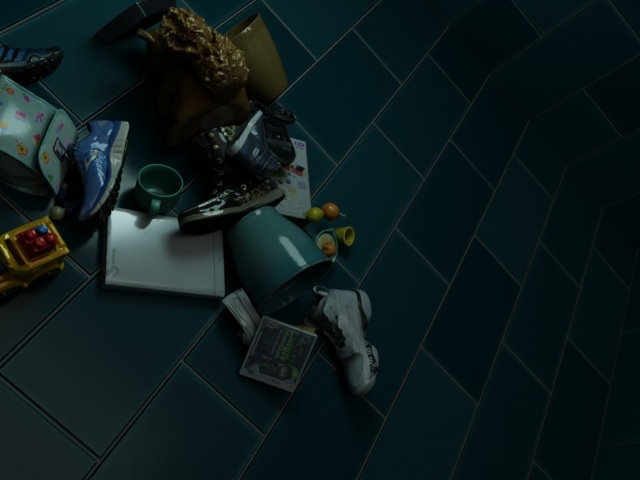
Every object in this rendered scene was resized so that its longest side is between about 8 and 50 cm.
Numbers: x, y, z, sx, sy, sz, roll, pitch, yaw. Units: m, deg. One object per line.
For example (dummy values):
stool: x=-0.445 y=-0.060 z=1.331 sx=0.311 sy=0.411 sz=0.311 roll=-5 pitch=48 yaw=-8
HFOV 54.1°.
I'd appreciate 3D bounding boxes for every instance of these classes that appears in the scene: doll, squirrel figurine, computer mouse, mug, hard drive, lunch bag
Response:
doll: x=-0.660 y=-0.107 z=1.714 sx=0.129 sy=0.046 sz=0.189 roll=52 pitch=45 yaw=-4
squirrel figurine: x=-0.391 y=-0.541 z=1.906 sx=0.281 sy=0.397 sz=0.370 roll=-21 pitch=72 yaw=-32
computer mouse: x=-0.157 y=-0.345 z=2.118 sx=0.189 sy=0.072 sz=0.272 roll=11 pitch=50 yaw=-31
mug: x=-0.481 y=-0.136 z=1.817 sx=0.129 sy=0.097 sz=0.158 roll=37 pitch=44 yaw=6
hard drive: x=-0.447 y=0.041 z=1.809 sx=0.353 sy=0.047 sz=0.232 roll=10 pitch=64 yaw=-34
lunch bag: x=-0.769 y=-0.259 z=1.632 sx=0.262 sy=0.160 sz=0.223 roll=34 pitch=47 yaw=-39
hard drive: x=-0.563 y=-0.681 z=1.929 sx=0.172 sy=0.255 sz=0.054 roll=-40 pitch=111 yaw=-42

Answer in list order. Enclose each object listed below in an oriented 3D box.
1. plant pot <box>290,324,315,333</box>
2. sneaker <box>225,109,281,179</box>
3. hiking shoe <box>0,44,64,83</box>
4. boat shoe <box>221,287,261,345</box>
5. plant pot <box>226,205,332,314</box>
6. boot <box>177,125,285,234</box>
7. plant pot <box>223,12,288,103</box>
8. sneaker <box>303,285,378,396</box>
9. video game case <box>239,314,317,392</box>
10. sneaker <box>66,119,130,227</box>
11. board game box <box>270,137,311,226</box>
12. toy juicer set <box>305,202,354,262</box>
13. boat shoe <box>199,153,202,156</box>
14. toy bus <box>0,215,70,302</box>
plant pot: x=-0.086 y=0.312 z=1.918 sx=0.095 sy=0.134 sz=0.134 roll=23 pitch=54 yaw=-1
sneaker: x=-0.185 y=-0.285 z=1.910 sx=0.163 sy=0.086 sz=0.226 roll=40 pitch=44 yaw=-20
hiking shoe: x=-0.849 y=-0.495 z=1.706 sx=0.304 sy=0.113 sz=0.132 roll=-37 pitch=94 yaw=-42
boat shoe: x=-0.209 y=0.270 z=1.869 sx=0.084 sy=0.095 sz=0.258 roll=-29 pitch=94 yaw=-12
plant pot: x=-0.145 y=0.045 z=1.913 sx=0.272 sy=0.271 sz=0.255 roll=-22 pitch=68 yaw=-42
boot: x=-0.311 y=-0.189 z=1.900 sx=0.377 sy=0.138 sz=0.284 roll=-22 pitch=82 yaw=-38
plant pot: x=-0.232 y=-0.616 z=2.187 sx=0.254 sy=0.237 sz=0.237 roll=50 pitch=47 yaw=-27
sneaker: x=0.061 y=0.314 z=2.017 sx=0.210 sy=0.137 sz=0.365 roll=17 pitch=55 yaw=-30
video game case: x=-0.123 y=0.333 z=1.831 sx=0.173 sy=0.022 sz=0.190 roll=21 pitch=98 yaw=-10
sneaker: x=-0.615 y=-0.186 z=1.696 sx=0.147 sy=0.129 sz=0.329 roll=9 pitch=61 yaw=-13
board game box: x=-0.152 y=-0.218 z=2.146 sx=0.242 sy=0.064 sz=0.316 roll=11 pitch=63 yaw=-34
toy juicer set: x=0.000 y=0.000 z=2.096 sx=0.329 sy=0.090 sz=0.209 roll=-47 pitch=128 yaw=-40
boat shoe: x=-0.328 y=-0.294 z=2.059 sx=0.152 sy=0.056 sz=0.049 roll=5 pitch=40 yaw=-27
toy bus: x=-0.718 y=0.035 z=1.494 sx=0.220 sy=0.211 sz=0.149 roll=-31 pitch=92 yaw=-41
